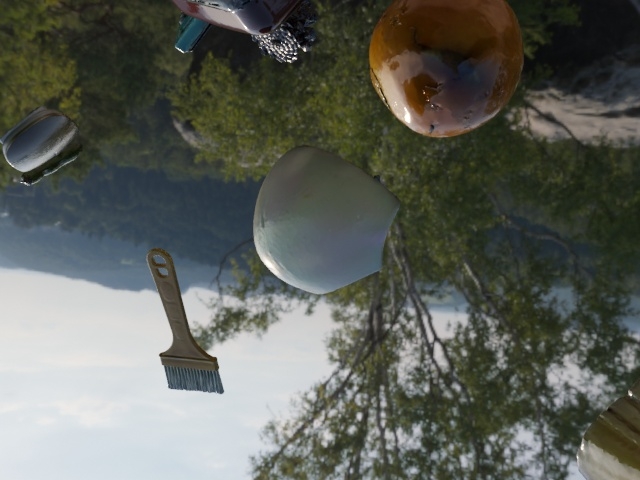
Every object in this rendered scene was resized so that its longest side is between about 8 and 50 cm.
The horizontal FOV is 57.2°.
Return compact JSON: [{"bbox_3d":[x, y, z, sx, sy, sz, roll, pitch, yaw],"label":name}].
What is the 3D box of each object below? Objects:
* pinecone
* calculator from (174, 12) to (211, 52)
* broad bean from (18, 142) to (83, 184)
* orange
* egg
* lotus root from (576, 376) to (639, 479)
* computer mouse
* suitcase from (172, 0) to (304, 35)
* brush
[{"bbox_3d":[-0.071,-0.425,1.144,0.140,0.121,0.140,23,152,13],"label":"pinecone"},{"bbox_3d":[-0.328,-0.691,1.671,0.058,0.274,0.248,27,134,-32],"label":"calculator"},{"bbox_3d":[-0.768,-0.218,1.674,0.065,0.046,0.254,-15,-155,31],"label":"broad bean"},{"bbox_3d":[0.195,-0.288,0.934,0.246,0.246,0.246,6,176,0],"label":"orange"},{"bbox_3d":[-0.016,-0.010,0.852,0.206,0.162,0.271,39,163,-2],"label":"egg"},{"bbox_3d":[0.265,0.142,0.390,0.095,0.159,0.135,47,-171,-17],"label":"lotus root"},{"bbox_3d":[-0.488,-0.176,1.037,0.056,0.126,0.245,50,169,-14],"label":"computer mouse"},{"bbox_3d":[-0.064,-0.394,0.675,0.236,0.297,0.161,33,169,43],"label":"suitcase"},{"bbox_3d":[-0.219,0.130,0.902,0.103,0.272,0.013,1,-150,16],"label":"brush"}]
